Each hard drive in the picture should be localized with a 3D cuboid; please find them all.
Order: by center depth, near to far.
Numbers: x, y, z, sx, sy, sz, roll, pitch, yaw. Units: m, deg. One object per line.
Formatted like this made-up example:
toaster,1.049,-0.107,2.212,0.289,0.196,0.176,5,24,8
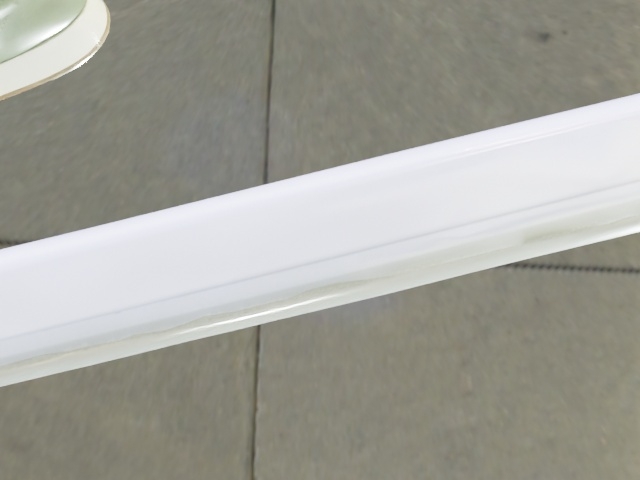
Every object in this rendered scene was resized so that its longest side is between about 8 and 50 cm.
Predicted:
hard drive,0.000,0.000,0.532,0.307,0.203,0.040,-14,89,5

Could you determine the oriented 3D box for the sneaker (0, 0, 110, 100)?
sneaker,-0.169,-0.071,0.580,0.192,0.086,0.064,-34,57,-19
